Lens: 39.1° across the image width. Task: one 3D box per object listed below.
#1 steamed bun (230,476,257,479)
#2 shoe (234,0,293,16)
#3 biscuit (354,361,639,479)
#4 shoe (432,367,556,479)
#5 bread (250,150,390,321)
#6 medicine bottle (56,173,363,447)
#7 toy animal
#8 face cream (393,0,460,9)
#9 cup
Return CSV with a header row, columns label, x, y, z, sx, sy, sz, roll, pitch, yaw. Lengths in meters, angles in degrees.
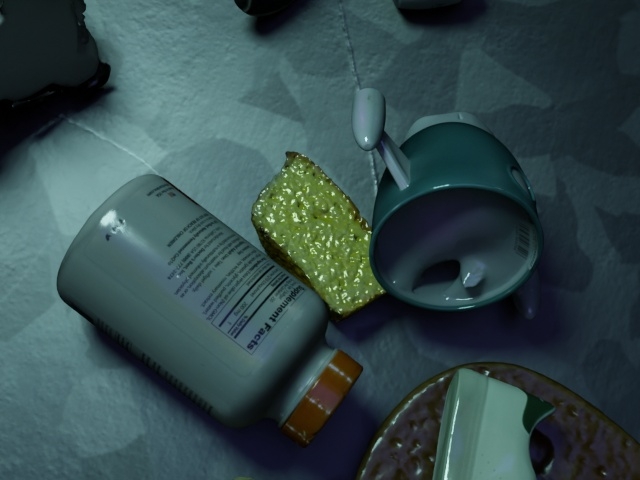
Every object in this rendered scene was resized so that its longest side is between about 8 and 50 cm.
label,x,y,z,sx,sy,sz,roll,pitch,yaw
steamed bun,-0.040,0.323,0.840,0.231,0.110,0.213,-7,88,-5
shoe,-0.047,-0.359,1.036,0.112,0.099,0.227,34,71,12
biscuit,0.201,0.304,0.892,0.367,0.063,0.314,40,80,7
shoe,0.153,0.254,0.826,0.110,0.095,0.265,11,74,1
bread,0.000,0.000,0.955,0.103,0.065,0.187,-41,86,-15
medicine bottle,-0.100,0.076,0.877,0.288,0.157,0.157,37,75,5
toy animal,-0.401,-0.294,0.929,0.194,0.258,0.357,-44,73,-2
face cream,0.126,-0.312,1.035,0.095,0.091,0.091,-17,77,-2
cup,0.132,-0.042,0.914,0.299,0.167,0.173,43,30,-27
